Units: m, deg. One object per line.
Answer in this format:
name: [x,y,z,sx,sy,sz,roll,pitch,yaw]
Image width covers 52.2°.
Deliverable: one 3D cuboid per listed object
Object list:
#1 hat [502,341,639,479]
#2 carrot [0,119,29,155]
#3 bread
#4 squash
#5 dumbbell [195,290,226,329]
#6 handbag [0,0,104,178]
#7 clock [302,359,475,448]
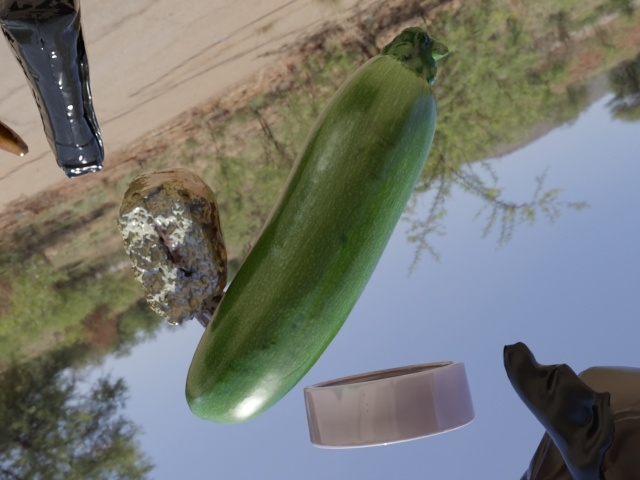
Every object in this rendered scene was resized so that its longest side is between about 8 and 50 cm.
hat: [0.190,0.131,0.384,0.336,0.209,0.238,-47,162,-24]
carrot: [-0.463,-0.184,0.789,0.043,0.248,0.043,-42,-159,21]
bread: [-0.123,-0.004,0.580,0.082,0.125,0.106,-16,-153,8]
squash: [0.000,0.000,0.563,0.395,0.107,0.107,-61,-178,5]
dumbbell: [-0.043,0.040,0.792,0.225,0.140,0.124,-49,178,-19]
handbag: [-0.296,-0.220,0.710,0.080,0.246,0.223,-9,145,-17]
clock: [0.080,0.192,0.779,0.197,0.068,0.197,-9,171,-1]
